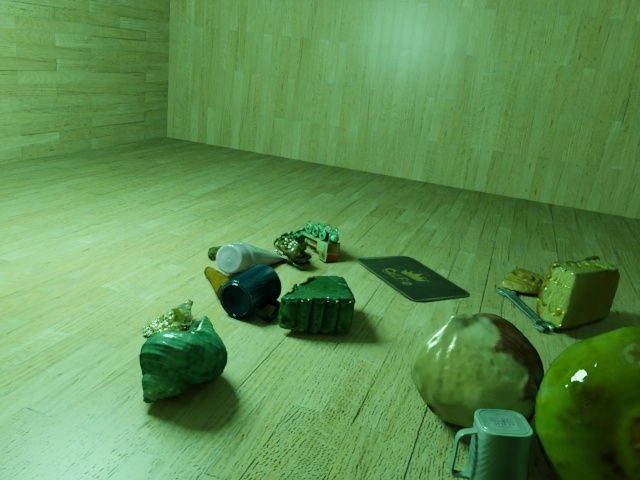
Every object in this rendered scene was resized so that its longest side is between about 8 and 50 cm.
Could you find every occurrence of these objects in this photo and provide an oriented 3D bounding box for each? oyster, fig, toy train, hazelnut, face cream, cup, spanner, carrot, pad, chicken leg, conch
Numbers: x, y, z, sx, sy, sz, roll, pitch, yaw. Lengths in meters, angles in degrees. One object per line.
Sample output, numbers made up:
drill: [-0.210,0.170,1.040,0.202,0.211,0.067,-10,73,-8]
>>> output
oyster: [-0.364,0.203,1.380,0.146,0.045,0.121,-6,36,-32]
fig: [0.527,0.310,0.940,0.343,0.343,0.343,6,18,-2]
toy train: [0.000,0.000,1.993,0.074,0.118,0.176,0,15,-36]
hazelnut: [0.309,0.255,1.129,0.261,0.241,0.261,-18,25,8]
face cream: [-0.229,0.050,1.818,0.154,0.096,0.274,11,6,20]
cup: [0.288,0.365,0.967,0.128,0.129,0.095,4,11,2]
cup: [-0.173,0.140,1.504,0.150,0.113,0.138,13,21,24]
spanner: [0.621,0.206,1.728,0.071,0.017,0.302,7,17,-11]
carrot: [-0.298,0.115,1.636,0.061,0.061,0.210,-3,17,-26]
pad: [0.274,0.095,1.872,0.315,0.063,0.375,-4,20,-27]
toy train: [-0.104,-0.008,2.050,0.148,0.071,0.038,-15,67,-48]
chicken leg: [-0.091,0.030,1.899,0.125,0.080,0.196,34,5,-16]
conch: [-0.281,0.242,1.144,0.202,0.134,0.196,-20,-9,-43]

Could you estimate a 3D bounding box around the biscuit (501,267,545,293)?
biscuit: [0.703,0.139,1.914,0.144,0.033,0.224,21,20,32]

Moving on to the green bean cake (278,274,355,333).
green bean cake: [-0.018,0.163,1.501,0.193,0.107,0.208,1,18,-8]

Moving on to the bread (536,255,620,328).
bread: [0.753,0.149,1.662,0.275,0.184,0.114,-4,21,-38]

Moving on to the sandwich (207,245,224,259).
sandwich: [-0.333,0.039,1.888,0.101,0.026,0.069,-7,21,-37]
